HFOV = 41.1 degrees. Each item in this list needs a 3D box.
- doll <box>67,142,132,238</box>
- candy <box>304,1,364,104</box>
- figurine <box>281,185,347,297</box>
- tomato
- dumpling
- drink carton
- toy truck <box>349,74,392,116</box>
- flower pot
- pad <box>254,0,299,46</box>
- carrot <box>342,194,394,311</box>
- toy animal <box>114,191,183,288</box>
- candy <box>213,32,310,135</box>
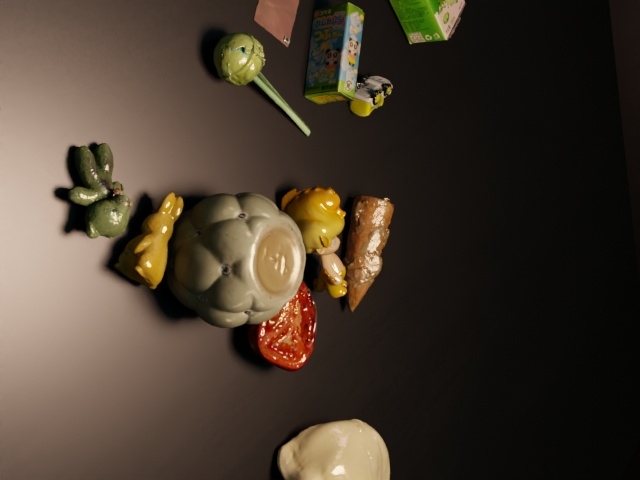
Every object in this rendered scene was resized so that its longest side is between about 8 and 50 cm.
[{"bbox_3d":[-0.340,-0.078,1.336,0.115,0.077,0.150,-20,97,-61],"label":"doll"},{"bbox_3d":[0.028,-0.387,1.776,0.062,0.097,0.194,14,81,-49],"label":"candy"},{"bbox_3d":[0.000,0.000,1.742,0.156,0.131,0.246,-88,163,-68],"label":"figurine"},{"bbox_3d":[-0.079,0.159,1.676,0.166,0.082,0.174,34,70,-44],"label":"tomato"},{"bbox_3d":[0.072,0.490,1.774,0.318,0.243,0.187,25,102,-39],"label":"dumpling"},{"bbox_3d":[0.230,-0.608,2.018,0.271,0.108,0.161,55,49,-37],"label":"drink carton"},{"bbox_3d":[0.113,-0.323,1.917,0.111,0.076,0.077,-39,146,-42],"label":"toy truck"},{"bbox_3d":[-0.146,0.033,1.490,0.246,0.195,0.246,-4,95,-51],"label":"flower pot"},{"bbox_3d":[-0.076,-0.497,1.706,0.113,0.006,0.188,29,69,-49],"label":"pad"},{"bbox_3d":[0.094,0.030,1.902,0.102,0.102,0.263,18,83,-52],"label":"carrot"},{"bbox_3d":[-0.273,-0.005,1.422,0.083,0.070,0.159,44,59,-51],"label":"toy animal"},{"bbox_3d":[-0.096,-0.286,1.649,0.335,0.092,0.093,42,23,-54],"label":"candy"}]
